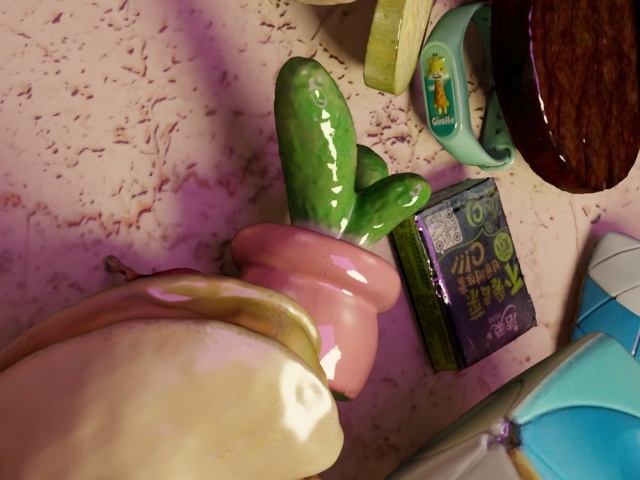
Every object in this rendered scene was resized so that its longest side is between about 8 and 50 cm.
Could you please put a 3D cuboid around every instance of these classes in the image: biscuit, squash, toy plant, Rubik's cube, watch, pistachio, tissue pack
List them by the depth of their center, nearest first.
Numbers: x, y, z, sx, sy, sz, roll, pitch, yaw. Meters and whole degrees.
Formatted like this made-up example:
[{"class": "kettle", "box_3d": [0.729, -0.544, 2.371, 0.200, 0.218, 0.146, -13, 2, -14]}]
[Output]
[{"class": "pistachio", "box_3d": [-0.186, 0.213, 1.259, 0.445, 0.281, 0.365, -31, 127, 11]}, {"class": "toy plant", "box_3d": [-0.005, 0.004, 1.479, 0.356, 0.211, 0.317, -70, 157, -11]}, {"class": "Rubik's cube", "box_3d": [0.278, 0.361, 1.524, 0.352, 0.347, 0.351, 52, 38, 4]}, {"class": "squash", "box_3d": [0.109, -0.311, 1.594, 0.049, 0.252, 0.252, 16, 74, 10]}, {"class": "tissue pack", "box_3d": [0.199, 0.044, 1.735, 0.173, 0.073, 0.235, -26, 104, -34]}, {"class": "watch", "box_3d": [0.217, -0.212, 1.749, 0.195, 0.068, 0.237, -15, 98, -51]}, {"class": "biscuit", "box_3d": [0.369, -0.269, 1.828, 0.407, 0.091, 0.407, 3, 86, -53]}, {"class": "Rubik's cube", "box_3d": [0.529, 0.138, 1.890, 0.254, 0.254, 0.254, 2, 87, -36]}]

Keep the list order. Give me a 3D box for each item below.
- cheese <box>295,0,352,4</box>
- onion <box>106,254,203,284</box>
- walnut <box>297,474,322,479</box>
[{"class": "cheese", "box_3d": [-0.015, -0.392, 1.499, 0.235, 0.218, 0.117, 35, 53, 18]}, {"class": "onion", "box_3d": [-0.198, 0.066, 1.425, 0.150, 0.150, 0.140, -11, 56, -36]}, {"class": "walnut", "box_3d": [-0.065, 0.365, 1.457, 0.198, 0.198, 0.245, 33, 60, -31]}]
